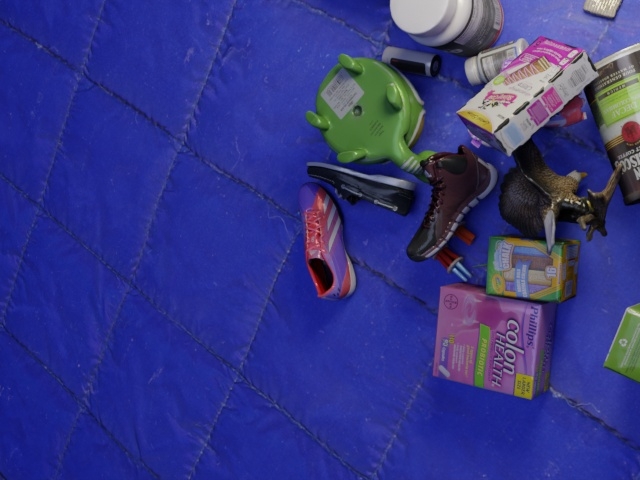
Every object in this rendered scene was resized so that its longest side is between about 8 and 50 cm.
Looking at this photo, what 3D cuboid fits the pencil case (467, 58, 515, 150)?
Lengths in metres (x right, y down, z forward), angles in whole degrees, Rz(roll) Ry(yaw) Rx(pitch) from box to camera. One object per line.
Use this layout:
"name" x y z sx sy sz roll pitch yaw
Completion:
"pencil case" 0.393 -0.298 1.792 0.086 0.088 0.206 39 135 19

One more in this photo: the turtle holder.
"turtle holder" 0.152 -0.289 1.905 0.320 0.227 0.243 22 104 30

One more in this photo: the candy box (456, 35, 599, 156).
"candy box" 0.401 -0.287 1.600 0.233 0.071 0.159 -43 29 3

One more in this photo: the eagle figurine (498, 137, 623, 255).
"eagle figurine" 0.465 -0.113 1.696 0.298 0.225 0.226 35 106 33

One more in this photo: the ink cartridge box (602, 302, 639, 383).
"ink cartridge box" 0.673 0.143 1.615 0.097 0.189 0.255 24 105 32

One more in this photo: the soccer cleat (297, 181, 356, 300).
"soccer cleat" 0.000 0.000 2.092 0.109 0.116 0.318 -20 82 33

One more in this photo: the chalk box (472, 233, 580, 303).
"chalk box" 0.444 0.054 1.793 0.213 0.132 0.132 7 98 32

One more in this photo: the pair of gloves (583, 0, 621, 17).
"pair of gloves" 0.564 -0.603 1.720 0.240 0.042 0.204 37 112 25

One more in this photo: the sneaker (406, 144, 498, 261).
"sneaker" 0.254 -0.098 1.829 0.281 0.162 0.106 -50 23 0

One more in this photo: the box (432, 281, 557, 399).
"box" 0.393 0.221 1.847 0.243 0.117 0.213 9 98 32

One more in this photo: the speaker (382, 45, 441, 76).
"speaker" 0.217 -0.429 1.956 0.136 0.055 0.055 19 104 31

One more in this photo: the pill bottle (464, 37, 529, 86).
"pill bottle" 0.398 -0.394 1.823 0.137 0.078 0.078 -12 87 34

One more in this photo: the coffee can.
"coffee can" 0.649 -0.230 1.595 0.201 0.201 0.275 -23 80 33

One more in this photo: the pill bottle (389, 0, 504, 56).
"pill bottle" 0.274 -0.495 1.774 0.161 0.283 0.161 3 95 34

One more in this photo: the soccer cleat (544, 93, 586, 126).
"soccer cleat" 0.480 -0.319 1.698 0.095 0.248 0.083 -11 131 7

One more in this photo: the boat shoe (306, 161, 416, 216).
"boat shoe" 0.089 -0.131 2.027 0.302 0.114 0.091 16 96 33

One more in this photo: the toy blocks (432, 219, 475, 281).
"toy blocks" 0.318 0.013 1.920 0.148 0.054 0.123 45 116 23
